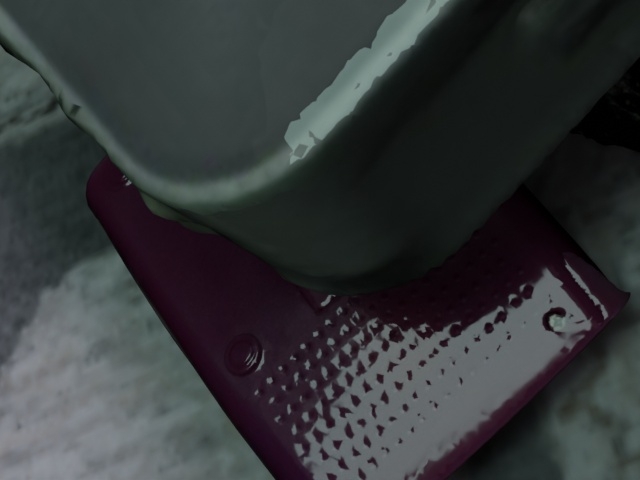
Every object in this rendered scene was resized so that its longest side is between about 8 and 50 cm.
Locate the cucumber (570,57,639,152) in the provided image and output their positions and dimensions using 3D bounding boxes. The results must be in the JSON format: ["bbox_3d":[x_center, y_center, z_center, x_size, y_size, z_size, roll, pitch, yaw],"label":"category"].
[{"bbox_3d":[0.092,-0.054,0.604,0.181,0.053,0.053,23,85,36],"label":"cucumber"}]

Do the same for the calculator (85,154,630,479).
[{"bbox_3d":[0.000,0.000,0.643,0.126,0.034,0.190,-45,56,10],"label":"calculator"}]

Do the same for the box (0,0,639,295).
[{"bbox_3d":[0.019,-0.224,0.639,0.396,0.111,0.396,-48,47,4],"label":"box"}]
